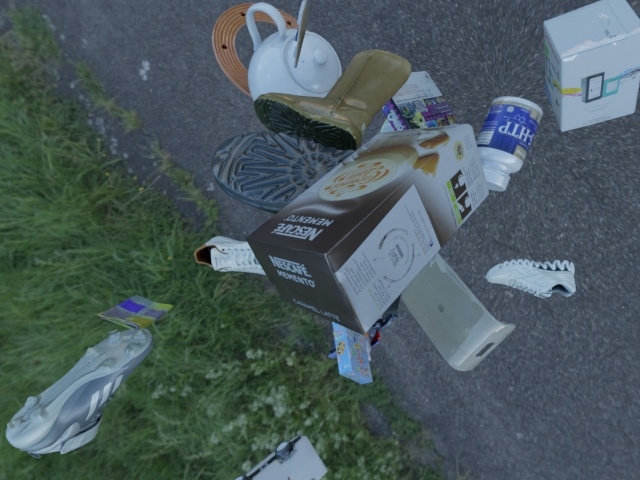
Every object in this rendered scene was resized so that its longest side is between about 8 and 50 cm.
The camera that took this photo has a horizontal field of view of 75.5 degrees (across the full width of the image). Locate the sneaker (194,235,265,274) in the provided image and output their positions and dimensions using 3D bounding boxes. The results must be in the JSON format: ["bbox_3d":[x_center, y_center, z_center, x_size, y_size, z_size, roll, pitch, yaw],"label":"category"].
[{"bbox_3d":[-0.224,0.055,1.149,0.289,0.123,0.106,3,109,27],"label":"sneaker"}]

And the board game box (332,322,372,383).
[{"bbox_3d":[0.078,0.250,1.073,0.039,0.160,0.212,-17,58,17],"label":"board game box"}]

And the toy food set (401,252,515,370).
[{"bbox_3d":[0.365,0.176,1.143,0.306,0.092,0.220,56,141,32],"label":"toy food set"}]

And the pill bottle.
[{"bbox_3d":[0.408,-0.212,0.929,0.111,0.112,0.187,21,93,16],"label":"pill bottle"}]

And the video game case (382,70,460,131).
[{"bbox_3d":[0.242,-0.311,1.005,0.041,0.232,0.210,-36,84,47],"label":"video game case"}]

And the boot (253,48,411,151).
[{"bbox_3d":[0.030,-0.300,0.841,0.235,0.270,0.089,24,148,10],"label":"boot"}]

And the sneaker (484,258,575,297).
[{"bbox_3d":[0.713,0.132,1.398,0.291,0.119,0.110,-1,152,7],"label":"sneaker"}]

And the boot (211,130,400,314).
[{"bbox_3d":[0.002,0.001,0.853,0.366,0.146,0.445,14,152,12],"label":"boot"}]

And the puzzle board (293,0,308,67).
[{"bbox_3d":[-0.033,-0.392,0.746,0.011,0.128,0.096,10,149,-4],"label":"puzzle board"}]

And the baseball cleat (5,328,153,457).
[{"bbox_3d":[-0.320,0.212,0.587,0.072,0.205,0.110,34,150,40],"label":"baseball cleat"}]

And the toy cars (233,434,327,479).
[{"bbox_3d":[-0.117,0.539,0.731,0.176,0.087,0.395,21,73,-17],"label":"toy cars"}]

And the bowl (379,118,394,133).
[{"bbox_3d":[0.341,-0.293,1.307,0.289,0.156,0.290,35,142,33],"label":"bowl"}]

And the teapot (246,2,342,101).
[{"bbox_3d":[-0.045,-0.403,0.987,0.187,0.255,0.253,-13,83,63],"label":"teapot"}]

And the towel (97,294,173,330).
[{"bbox_3d":[-0.238,0.092,0.539,0.060,0.083,0.010,16,102,9],"label":"towel"}]

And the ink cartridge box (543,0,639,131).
[{"bbox_3d":[0.778,-0.504,1.197,0.197,0.198,0.270,-12,142,22],"label":"ink cartridge box"}]

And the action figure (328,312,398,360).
[{"bbox_3d":[0.078,0.275,1.426,0.341,0.178,0.330,-48,45,29],"label":"action figure"}]

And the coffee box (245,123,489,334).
[{"bbox_3d":[0.061,-0.029,0.471,0.141,0.246,0.098,9,134,49],"label":"coffee box"}]

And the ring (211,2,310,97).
[{"bbox_3d":[-0.134,-0.510,1.151,0.337,0.336,0.032,54,148,-1],"label":"ring"}]
